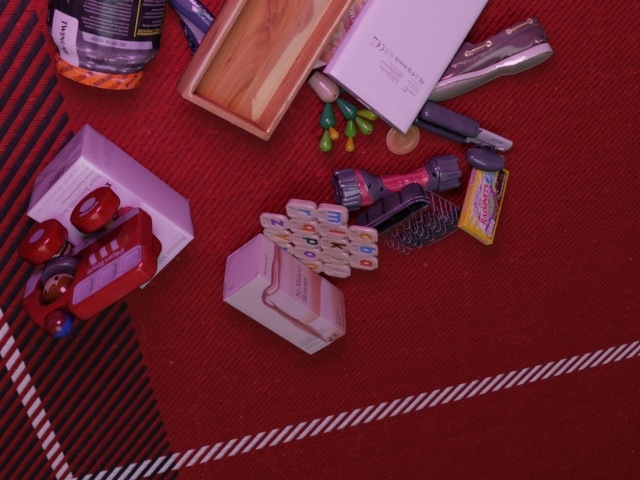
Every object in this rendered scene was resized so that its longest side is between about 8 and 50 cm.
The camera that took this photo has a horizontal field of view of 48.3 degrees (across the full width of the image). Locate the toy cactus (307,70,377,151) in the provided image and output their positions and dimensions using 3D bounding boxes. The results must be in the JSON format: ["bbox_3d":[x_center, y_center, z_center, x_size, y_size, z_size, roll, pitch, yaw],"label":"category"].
[{"bbox_3d":[0.051,-0.307,1.581,0.180,0.112,0.219,41,107,-12],"label":"toy cactus"}]

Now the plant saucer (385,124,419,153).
[{"bbox_3d":[0.196,-0.243,1.694,0.084,0.013,0.083,-7,122,-12],"label":"plant saucer"}]

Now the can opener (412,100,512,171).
[{"bbox_3d":[0.332,-0.237,1.669,0.283,0.095,0.076,15,161,-29],"label":"can opener"}]

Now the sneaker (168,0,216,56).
[{"bbox_3d":[-0.223,-0.368,1.448,0.131,0.112,0.319,-39,121,6],"label":"sneaker"}]

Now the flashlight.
[{"bbox_3d":[0.183,-0.145,1.701,0.304,0.103,0.103,-13,97,-9],"label":"flashlight"}]

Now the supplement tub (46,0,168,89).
[{"bbox_3d":[-0.378,-0.462,1.292,0.207,0.207,0.338,8,117,-19],"label":"supplement tub"}]

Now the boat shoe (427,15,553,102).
[{"bbox_3d":[0.342,-0.398,1.589,0.324,0.116,0.096,-19,83,12],"label":"boat shoe"}]

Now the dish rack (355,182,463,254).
[{"bbox_3d":[0.232,-0.038,1.729,0.208,0.074,0.271,-31,144,32],"label":"dish rack"}]

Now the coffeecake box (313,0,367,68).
[{"bbox_3d":[0.019,-0.451,1.487,0.186,0.068,0.142,-19,123,-3],"label":"coffeecake box"}]

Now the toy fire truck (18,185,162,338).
[{"bbox_3d":[-0.442,0.059,1.352,0.302,0.254,0.169,-31,124,8],"label":"toy fire truck"}]

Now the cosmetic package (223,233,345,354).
[{"bbox_3d":[-0.083,0.135,1.752,0.129,0.153,0.296,-35,126,29],"label":"cosmetic package"}]

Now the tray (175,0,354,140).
[{"bbox_3d":[-0.085,-0.417,1.371,0.203,0.076,0.411,24,106,-36],"label":"tray"}]

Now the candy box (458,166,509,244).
[{"bbox_3d":[0.402,-0.103,1.751,0.105,0.027,0.205,28,68,-26],"label":"candy box"}]

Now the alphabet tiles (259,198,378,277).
[{"bbox_3d":[0.000,0.000,1.692,0.278,0.021,0.284,8,146,10],"label":"alphabet tiles"}]

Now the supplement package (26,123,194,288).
[{"bbox_3d":[-0.441,-0.071,1.530,0.177,0.175,0.293,-43,122,13],"label":"supplement package"}]

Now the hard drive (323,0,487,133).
[{"bbox_3d":[0.185,-0.433,1.485,0.233,0.047,0.353,32,90,-33],"label":"hard drive"}]
